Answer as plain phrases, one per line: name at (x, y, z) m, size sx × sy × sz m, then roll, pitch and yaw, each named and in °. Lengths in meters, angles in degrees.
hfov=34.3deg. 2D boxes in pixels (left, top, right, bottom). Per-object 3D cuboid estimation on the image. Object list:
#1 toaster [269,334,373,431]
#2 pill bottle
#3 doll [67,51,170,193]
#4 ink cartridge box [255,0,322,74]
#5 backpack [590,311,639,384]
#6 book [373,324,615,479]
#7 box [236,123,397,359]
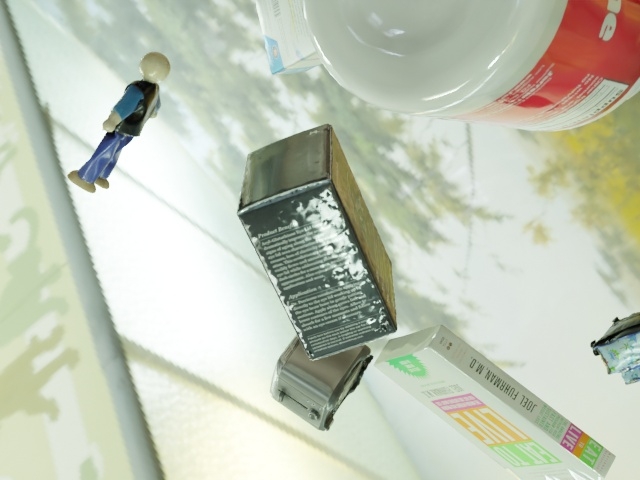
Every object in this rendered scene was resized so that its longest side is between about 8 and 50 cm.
toaster at (0.000, 0.258, 2.060) m, size 0.147 × 0.129 × 0.227 m, roll 27°, pitch -136°, yaw 12°
pill bottle at (0.183, -0.220, 0.968) m, size 0.408 × 0.229 × 0.229 m, roll -4°, pitch -126°, yaw -55°
doll at (-0.236, -0.144, 1.254) m, size 0.046 × 0.189 × 0.129 m, roll 37°, pitch -163°, yaw 5°
ink cartridge box at (-0.008, -0.229, 1.062) m, size 0.122 × 0.052 × 0.088 m, roll -13°, pitch 89°, yaw 57°
backpack at (0.453, 0.141, 1.437) m, size 0.105 × 0.114 × 0.084 m, roll -31°, pitch -92°, yaw -46°
book at (0.115, 0.110, 0.695) m, size 0.144 × 0.035 × 0.096 m, roll 37°, pitch 160°, yaw -7°
box at (0.000, 0.000, 1.154) m, size 0.153 × 0.108 × 0.207 m, roll -87°, pitch -25°, yaw -62°
